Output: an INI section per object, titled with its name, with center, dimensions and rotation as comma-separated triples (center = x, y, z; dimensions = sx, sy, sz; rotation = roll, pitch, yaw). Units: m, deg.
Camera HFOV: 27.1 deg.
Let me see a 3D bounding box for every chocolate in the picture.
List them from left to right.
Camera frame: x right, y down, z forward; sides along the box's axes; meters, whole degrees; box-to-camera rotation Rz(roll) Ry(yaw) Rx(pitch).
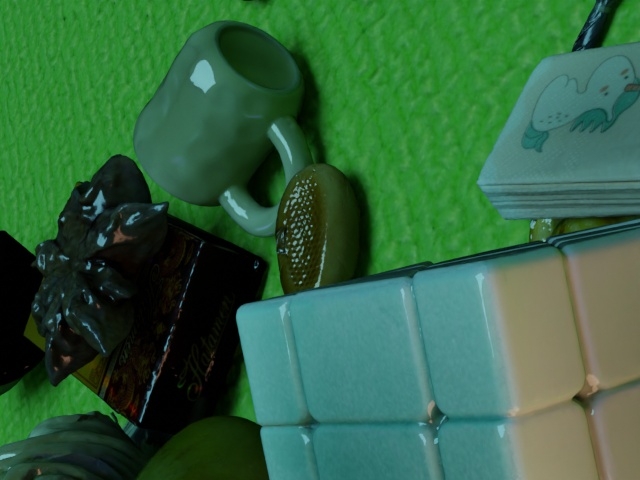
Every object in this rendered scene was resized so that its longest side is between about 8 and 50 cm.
[chocolate]
center = -0.579, 0.141, 2.214
dimensions = 0.186, 0.283, 0.284
rotation = 125, 141, -58

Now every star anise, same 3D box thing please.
[star anise]
center = -0.296, 0.040, 1.745
dimensions = 0.315, 0.108, 0.315
rotation = -38, 39, 40

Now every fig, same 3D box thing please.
[fig]
center = -0.127, 0.324, 1.561
dimensions = 0.207, 0.230, 0.207
rotation = 15, 125, 23

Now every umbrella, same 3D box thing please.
[umbrella]
center = 0.269, -0.215, 1.306
dimensions = 0.044, 0.044, 0.269
rotation = -105, 33, -73

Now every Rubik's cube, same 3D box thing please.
[Rubik's cube]
center = 0.165, 0.161, 1.062
dimensions = 0.322, 0.318, 0.316
rotation = -15, 87, 53

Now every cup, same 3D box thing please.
[cup]
center = -0.119, -0.136, 1.700
dimensions = 0.202, 0.173, 0.255
rotation = -50, 45, 37

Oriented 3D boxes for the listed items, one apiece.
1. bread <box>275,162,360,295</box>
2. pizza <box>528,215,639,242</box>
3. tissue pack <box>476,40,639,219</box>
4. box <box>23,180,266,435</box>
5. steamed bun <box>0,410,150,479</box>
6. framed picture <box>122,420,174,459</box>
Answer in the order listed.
[bread]
center = 0.000, 0.000, 1.590
dimensions = 0.114, 0.077, 0.189
rotation = -11, 70, 31
[pizza]
center = 0.251, -0.005, 1.245
dimensions = 0.188, 0.080, 0.204
rotation = -30, 58, 45
[tissue pack]
center = 0.298, -0.101, 1.156
dimensions = 0.325, 0.071, 0.170
rotation = -1, 53, 50
[box]
center = -0.258, 0.088, 1.864
dimensions = 0.415, 0.116, 0.264
rotation = 21, 91, 53
[steamed bun]
center = -0.336, 0.376, 1.706
dimensions = 0.237, 0.346, 0.394
rotation = -35, 35, 51
[framed picture]
center = -0.210, 0.329, 1.841
dimensions = 0.232, 0.019, 0.296
rotation = -53, 43, 32
